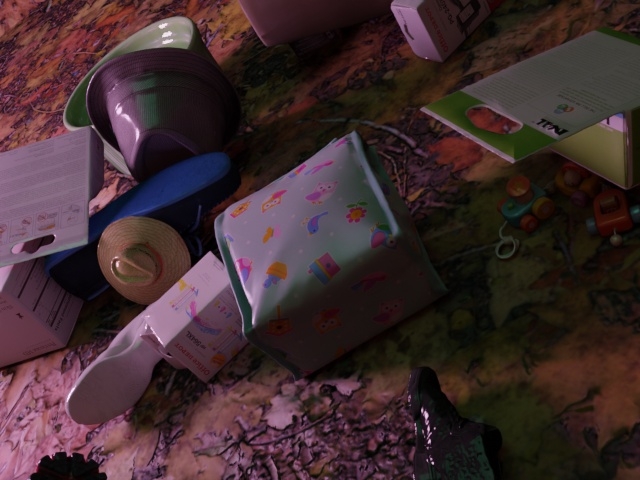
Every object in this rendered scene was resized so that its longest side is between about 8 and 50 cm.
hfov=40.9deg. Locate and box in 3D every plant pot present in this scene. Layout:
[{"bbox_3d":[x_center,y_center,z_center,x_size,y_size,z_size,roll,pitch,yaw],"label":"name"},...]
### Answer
[{"bbox_3d":[-0.015,-0.468,1.396,0.280,0.323,0.323,-28,37,6],"label":"plant pot"}]

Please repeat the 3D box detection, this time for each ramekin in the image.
[{"bbox_3d":[-0.314,-0.262,1.604,0.303,0.148,0.303,-24,38,20],"label":"ramekin"}]

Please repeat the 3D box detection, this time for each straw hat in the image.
[{"bbox_3d":[-0.265,0.037,1.233,0.144,0.144,0.061,-28,8,15],"label":"straw hat"}]

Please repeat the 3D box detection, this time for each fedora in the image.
[{"bbox_3d":[-0.243,-0.168,1.370,0.243,0.275,0.124,-8,62,-3],"label":"fedora"}]

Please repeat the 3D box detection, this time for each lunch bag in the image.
[{"bbox_3d":[0.000,0.000,1.040,0.223,0.160,0.262,-33,42,10],"label":"lunch bag"}]

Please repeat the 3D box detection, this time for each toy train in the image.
[{"bbox_3d":[0.264,-0.041,0.945,0.166,0.046,0.125,-15,42,30],"label":"toy train"}]

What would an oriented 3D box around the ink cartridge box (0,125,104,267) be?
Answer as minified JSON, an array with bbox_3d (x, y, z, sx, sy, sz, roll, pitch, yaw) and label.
[{"bbox_3d":[-0.437,-0.057,1.355,0.189,0.066,0.232,-15,60,9],"label":"ink cartridge box"}]

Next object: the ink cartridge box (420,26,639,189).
[{"bbox_3d":[0.266,-0.126,0.924,0.255,0.097,0.189,-24,33,-13],"label":"ink cartridge box"}]

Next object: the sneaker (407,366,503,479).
[{"bbox_3d":[0.133,0.188,0.813,0.089,0.051,0.170,-20,45,25],"label":"sneaker"}]

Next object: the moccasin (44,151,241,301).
[{"bbox_3d":[-0.261,-0.020,1.331,0.342,0.117,0.138,-26,30,15],"label":"moccasin"}]

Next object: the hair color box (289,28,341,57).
[{"bbox_3d":[-0.009,-0.418,1.587,0.093,0.053,0.167,-21,41,22],"label":"hair color box"}]

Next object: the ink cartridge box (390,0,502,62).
[{"bbox_3d":[0.193,-0.360,1.298,0.150,0.109,0.063,-47,41,-10],"label":"ink cartridge box"}]

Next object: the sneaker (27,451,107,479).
[{"bbox_3d":[-0.279,0.386,0.923,0.112,0.120,0.299,-56,30,39],"label":"sneaker"}]

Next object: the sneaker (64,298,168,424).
[{"bbox_3d":[-0.269,0.164,1.182,0.212,0.080,0.094,-47,24,-22],"label":"sneaker"}]

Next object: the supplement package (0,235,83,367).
[{"bbox_3d":[-0.529,0.088,1.416,0.261,0.145,0.204,-19,39,26],"label":"supplement package"}]

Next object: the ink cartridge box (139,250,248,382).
[{"bbox_3d":[-0.152,0.106,1.113,0.143,0.092,0.090,-45,37,-6],"label":"ink cartridge box"}]
